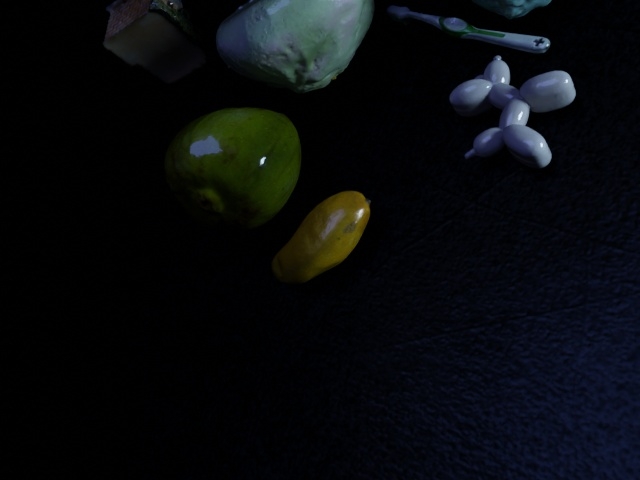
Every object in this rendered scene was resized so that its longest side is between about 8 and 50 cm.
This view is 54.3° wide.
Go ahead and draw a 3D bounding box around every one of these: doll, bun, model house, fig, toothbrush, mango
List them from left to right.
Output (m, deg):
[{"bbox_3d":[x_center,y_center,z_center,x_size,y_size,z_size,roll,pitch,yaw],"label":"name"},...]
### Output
[{"bbox_3d":[-0.336,-0.458,1.322,0.166,0.183,0.172,-22,56,25],"label":"model house"},{"bbox_3d":[-0.128,-0.128,0.993,0.203,0.203,0.225,-1,45,36],"label":"fig"},{"bbox_3d":[-0.021,-0.346,1.035,0.293,0.187,0.293,-31,24,16],"label":"bun"},{"bbox_3d":[0.000,0.000,0.906,0.190,0.075,0.098,-40,34,18],"label":"mango"},{"bbox_3d":[0.213,-0.324,0.952,0.304,0.030,0.030,32,87,42],"label":"toothbrush"},{"bbox_3d":[0.246,-0.176,0.830,0.160,0.059,0.161,14,76,39],"label":"doll"}]

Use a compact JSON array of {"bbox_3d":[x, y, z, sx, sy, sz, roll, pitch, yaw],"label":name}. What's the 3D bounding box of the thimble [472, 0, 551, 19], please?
[{"bbox_3d":[0.272,-0.437,0.893,0.198,0.143,0.235,-9,61,34],"label":"thimble"}]
